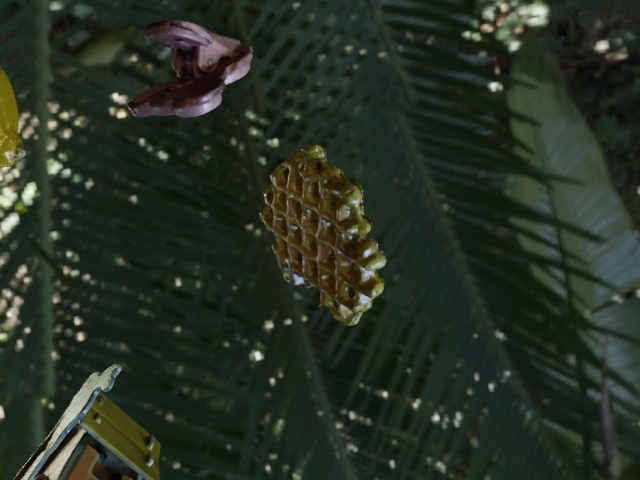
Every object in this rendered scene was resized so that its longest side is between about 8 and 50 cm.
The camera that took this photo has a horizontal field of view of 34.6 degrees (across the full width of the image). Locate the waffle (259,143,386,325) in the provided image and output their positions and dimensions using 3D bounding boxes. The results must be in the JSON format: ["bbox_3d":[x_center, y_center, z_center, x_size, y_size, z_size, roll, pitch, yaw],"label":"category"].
[{"bbox_3d":[-0.002,0.001,1.482,0.051,0.291,0.291,-18,-171,-31],"label":"waffle"}]

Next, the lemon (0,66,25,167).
[{"bbox_3d":[-0.504,-0.183,1.379,0.187,0.244,0.187,-45,-171,9],"label":"lemon"}]

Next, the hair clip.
[{"bbox_3d":[-0.135,-0.178,1.127,0.123,0.102,0.138,3,180,29],"label":"hair clip"}]

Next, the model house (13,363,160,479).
[{"bbox_3d":[-0.277,0.345,1.424,0.340,0.300,0.323,-40,-164,33],"label":"model house"}]
